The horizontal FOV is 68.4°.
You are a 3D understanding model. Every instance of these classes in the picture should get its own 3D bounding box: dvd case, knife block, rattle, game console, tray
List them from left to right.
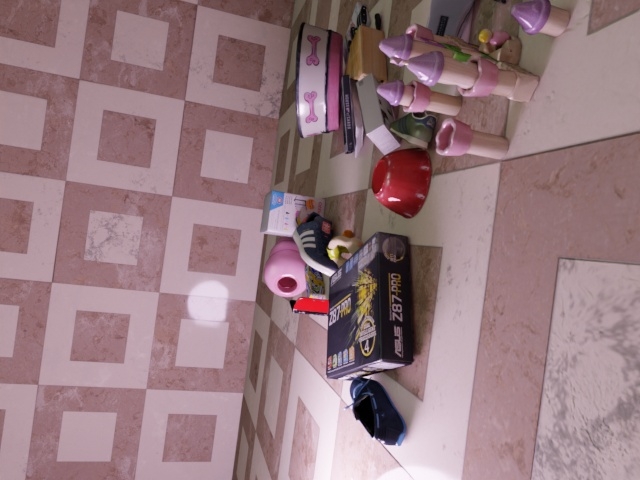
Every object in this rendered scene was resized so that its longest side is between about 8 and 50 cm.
[{"bbox_3d":[-0.028,0.219,1.682,0.124,0.143,0.085,-121,42,-66],"label":"game console"},{"bbox_3d":[0.090,-0.417,1.588,0.179,0.029,0.239,-86,-9,-83],"label":"dvd case"},{"bbox_3d":[0.120,-0.428,1.620,0.145,0.030,0.271,88,179,-54],"label":"tray"},{"bbox_3d":[0.125,0.013,1.454,0.199,0.142,0.130,-30,85,52],"label":"rattle"},{"bbox_3d":[0.157,-0.639,1.532,0.276,0.088,0.242,-120,39,-66],"label":"knife block"}]

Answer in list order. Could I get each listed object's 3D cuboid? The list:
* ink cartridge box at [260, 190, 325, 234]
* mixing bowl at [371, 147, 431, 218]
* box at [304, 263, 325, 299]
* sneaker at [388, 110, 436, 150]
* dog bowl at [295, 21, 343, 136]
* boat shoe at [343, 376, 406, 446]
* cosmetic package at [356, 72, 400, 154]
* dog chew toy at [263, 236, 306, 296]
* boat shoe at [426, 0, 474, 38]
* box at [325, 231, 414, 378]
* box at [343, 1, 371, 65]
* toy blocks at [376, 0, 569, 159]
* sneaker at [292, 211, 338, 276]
[{"bbox_3d":[-0.118,-0.102,1.989,0.168,0.232,0.171,172,105,-72],"label":"ink cartridge box"},{"bbox_3d":[0.189,-0.151,1.176,0.181,0.098,0.182,-172,90,-73],"label":"mixing bowl"},{"bbox_3d":[-0.025,0.162,1.852,0.169,0.059,0.054,-99,23,-45],"label":"box"},{"bbox_3d":[0.233,-0.287,1.164,0.192,0.064,0.086,-115,44,-63],"label":"sneaker"},{"bbox_3d":[0.004,-0.587,1.755,0.408,0.150,0.408,3,-90,-85],"label":"dog bowl"},{"bbox_3d":[0.120,0.403,1.159,0.258,0.088,0.109,-165,88,-71],"label":"boat shoe"},{"bbox_3d":[0.165,-0.365,1.345,0.060,0.099,0.239,-26,49,25],"label":"cosmetic package"},{"bbox_3d":[-0.139,0.094,2.064,0.332,0.206,0.207,-91,16,-58],"label":"dog chew toy"},{"bbox_3d":[0.277,-0.486,1.040,0.258,0.095,0.084,-67,-10,9],"label":"boat shoe"},{"bbox_3d":[0.119,0.195,1.268,0.395,0.097,0.319,130,147,-63],"label":"box"},{"bbox_3d":[0.132,-0.775,1.780,0.186,0.038,0.145,116,155,-46],"label":"box"},{"bbox_3d":[0.222,-0.348,0.852,0.289,0.259,0.309,-104,26,-54],"label":"toy blocks"},{"bbox_3d":[0.000,0.000,1.747,0.148,0.131,0.350,-54,34,12],"label":"sneaker"}]
